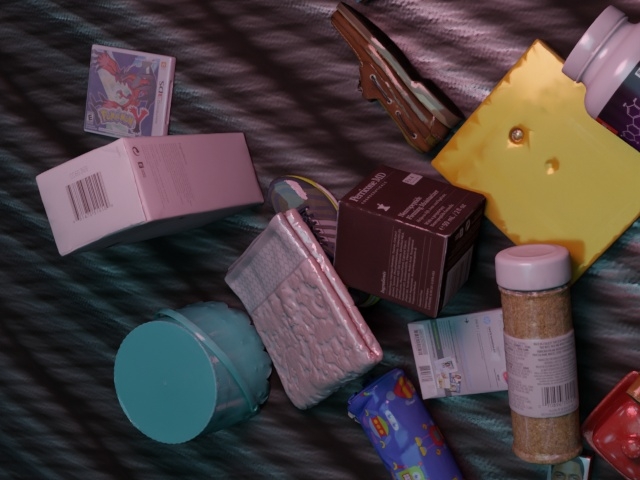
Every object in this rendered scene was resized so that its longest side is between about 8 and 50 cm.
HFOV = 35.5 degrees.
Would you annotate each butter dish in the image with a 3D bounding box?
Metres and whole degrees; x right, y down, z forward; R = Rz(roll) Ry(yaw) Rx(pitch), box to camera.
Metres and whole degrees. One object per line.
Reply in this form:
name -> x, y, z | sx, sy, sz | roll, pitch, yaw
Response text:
butter dish -> 0.516, 0.324, 1.626 | 0.160, 0.118, 0.160 | 42, 112, 15

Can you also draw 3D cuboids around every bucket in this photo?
bucket -> -0.255, 0.258, 1.964 | 0.281, 0.183, 0.281 | 3, 98, 26

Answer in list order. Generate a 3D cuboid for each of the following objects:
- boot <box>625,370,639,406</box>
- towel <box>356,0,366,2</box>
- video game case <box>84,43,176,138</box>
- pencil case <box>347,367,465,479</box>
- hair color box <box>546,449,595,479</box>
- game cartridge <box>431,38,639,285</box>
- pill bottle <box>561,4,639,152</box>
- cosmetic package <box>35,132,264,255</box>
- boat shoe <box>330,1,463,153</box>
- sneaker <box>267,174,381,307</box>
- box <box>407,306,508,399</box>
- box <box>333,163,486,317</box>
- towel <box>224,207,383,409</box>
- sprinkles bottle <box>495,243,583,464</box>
boot -> 0.556, 0.163, 1.566 | 0.220, 0.109, 0.283 | -41, 90, 2
towel -> 0.081, -0.630, 1.704 | 0.271, 0.040, 0.370 | -26, 82, 53
video game case -> -0.394, -0.299, 2.054 | 0.201, 0.023, 0.183 | 13, 102, 25
pencil case -> 0.160, 0.381, 1.808 | 0.133, 0.119, 0.306 | -33, 82, 18
hair color box -> 0.427, 0.429, 1.725 | 0.072, 0.043, 0.141 | 9, 99, 26
game cartridge -> 0.391, -0.126, 1.676 | 0.323, 0.053, 0.285 | 45, 113, 12
pill bottle -> 0.530, -0.210, 1.504 | 0.323, 0.181, 0.181 | 39, 111, 12
cosmetic package -> -0.299, -0.092, 1.832 | 0.217, 0.385, 0.156 | -19, 87, 29
boat shoe -> 0.109, -0.285, 1.756 | 0.104, 0.111, 0.307 | -46, 76, 22
sneaker -> 0.000, 0.000, 1.840 | 0.111, 0.121, 0.300 | -45, 76, 23
box -> 0.259, 0.202, 1.783 | 0.186, 0.038, 0.145 | -12, 92, 28
box -> 0.151, -0.003, 1.713 | 0.203, 0.168, 0.167 | 19, 126, 23
towel -> -0.044, 0.135, 1.827 | 0.317, 0.053, 0.332 | 59, 149, 8
sprinkles bottle -> 0.364, 0.188, 1.657 | 0.121, 0.121, 0.355 | -1, 104, 26
